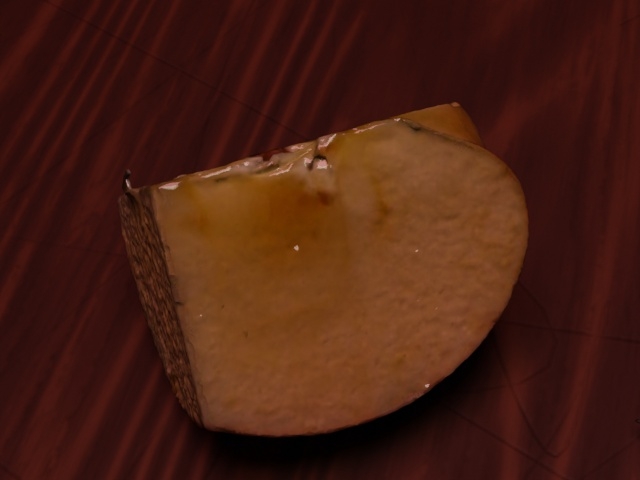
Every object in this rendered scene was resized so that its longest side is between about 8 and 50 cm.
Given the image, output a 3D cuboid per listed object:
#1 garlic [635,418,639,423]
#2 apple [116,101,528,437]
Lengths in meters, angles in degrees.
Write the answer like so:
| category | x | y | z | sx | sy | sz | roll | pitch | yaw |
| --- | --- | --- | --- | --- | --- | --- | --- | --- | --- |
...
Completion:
| category | x | y | z | sx | sy | sz | roll | pitch | yaw |
| --- | --- | --- | --- | --- | --- | --- | --- | --- | --- |
| garlic | 0.390 | 0.207 | 0.928 | 0.196 | 0.151 | 0.338 | -26 | 47 | 3 |
| apple | 0.000 | 0.000 | 1.103 | 0.309 | 0.252 | 0.314 | -13 | 48 | -18 |
